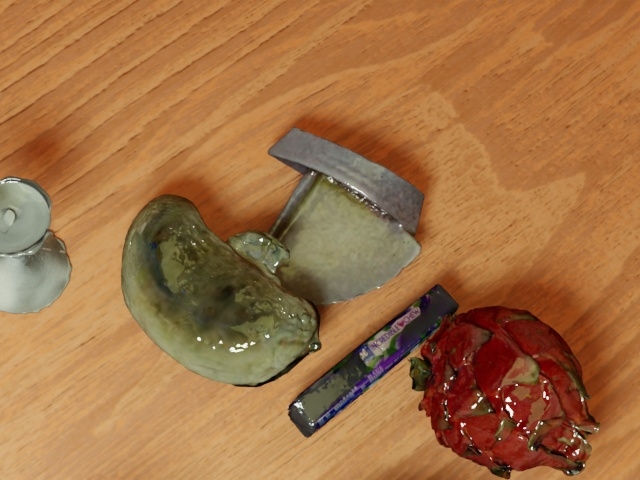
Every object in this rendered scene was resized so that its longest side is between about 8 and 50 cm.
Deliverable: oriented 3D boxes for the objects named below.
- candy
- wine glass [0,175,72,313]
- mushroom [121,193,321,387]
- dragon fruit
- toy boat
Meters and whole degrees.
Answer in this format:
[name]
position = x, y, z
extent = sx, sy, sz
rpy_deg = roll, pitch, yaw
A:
[candy]
position = 0.082, 0.181, 1.673
extent = 0.312, 0.088, 0.061
rpy_deg = -38, 82, -19
[wine glass]
position = -0.438, 0.006, 1.566
extent = 0.156, 0.232, 0.156
rpy_deg = 3, 70, -10
[mushroom]
position = -0.162, 0.073, 1.612
extent = 0.247, 0.130, 0.344
rpy_deg = -43, 81, 10
[dragon fruit]
position = 0.279, 0.231, 1.623
extent = 0.244, 0.244, 0.299
rpy_deg = -41, 76, -20
[toy boat]
position = 0.026, -0.020, 1.734
extent = 0.276, 0.111, 0.293
rpy_deg = 13, 79, 1
